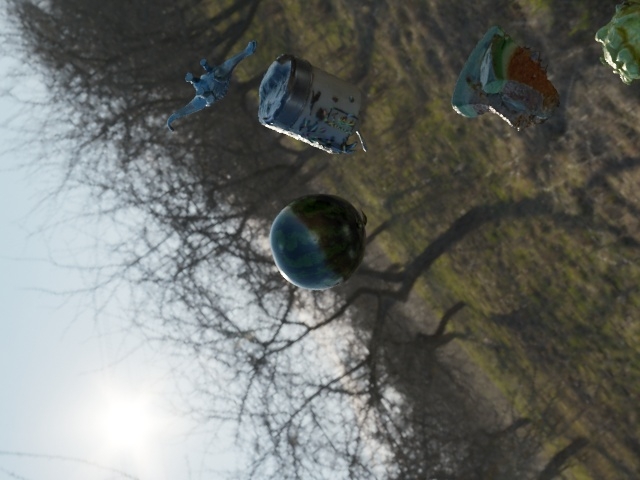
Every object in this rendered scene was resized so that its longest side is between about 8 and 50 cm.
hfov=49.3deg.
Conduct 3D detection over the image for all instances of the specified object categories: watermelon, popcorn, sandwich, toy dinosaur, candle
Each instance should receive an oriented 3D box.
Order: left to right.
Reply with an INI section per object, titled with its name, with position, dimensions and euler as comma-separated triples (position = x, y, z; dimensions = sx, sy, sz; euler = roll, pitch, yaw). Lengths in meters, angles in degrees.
[toy dinosaur]
position = -0.170, -0.235, 1.063
dimensions = 0.045, 0.197, 0.080
euler = 51, -164, 12
[watermelon]
position = -0.005, 0.001, 1.815
dimensions = 0.269, 0.269, 0.269
euler = 54, -179, -2
[candle]
position = 0.011, -0.316, 1.724
dimensions = 0.330, 0.187, 0.187
euler = 20, -162, -27
[sandwich]
position = 0.488, -0.407, 1.827
dimensions = 0.301, 0.250, 0.162
euler = 41, -164, 32
[popcorn]
position = 0.666, -0.410, 1.438
dimensions = 0.185, 0.187, 0.167
euler = -26, -72, -79
